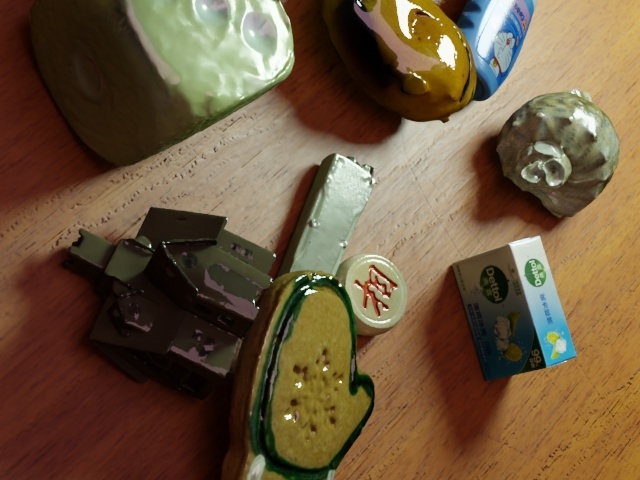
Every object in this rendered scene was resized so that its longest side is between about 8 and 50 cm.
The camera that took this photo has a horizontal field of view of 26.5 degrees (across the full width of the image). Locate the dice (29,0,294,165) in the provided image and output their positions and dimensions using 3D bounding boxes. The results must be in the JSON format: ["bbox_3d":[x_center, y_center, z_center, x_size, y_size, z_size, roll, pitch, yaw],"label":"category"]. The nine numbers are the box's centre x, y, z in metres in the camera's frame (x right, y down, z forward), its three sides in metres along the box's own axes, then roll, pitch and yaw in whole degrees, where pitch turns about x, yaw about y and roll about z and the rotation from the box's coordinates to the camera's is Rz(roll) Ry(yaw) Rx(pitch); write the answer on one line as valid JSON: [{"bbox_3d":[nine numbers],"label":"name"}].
[{"bbox_3d":[-0.204,-0.257,1.758,0.250,0.254,0.252,-33,98,-34],"label":"dice"}]

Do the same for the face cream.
[{"bbox_3d":[0.287,-0.357,2.223,0.149,0.083,0.264,52,57,-44],"label":"face cream"}]

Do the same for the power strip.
[{"bbox_3d":[0.001,0.000,1.957,0.080,0.048,0.286,33,60,-21],"label":"power strip"}]

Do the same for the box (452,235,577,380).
[{"bbox_3d":[0.294,0.106,2.076,0.073,0.139,0.194,-12,84,-37],"label":"box"}]

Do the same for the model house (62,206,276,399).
[{"bbox_3d":[-0.202,0.051,1.723,0.243,0.204,0.211,26,60,-8],"label":"model house"}]

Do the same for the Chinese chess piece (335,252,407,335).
[{"bbox_3d":[0.069,0.079,1.981,0.122,0.051,0.122,10,72,-33],"label":"Chinese chess piece"}]

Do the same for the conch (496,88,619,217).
[{"bbox_3d":[0.413,-0.158,2.225,0.210,0.159,0.291,53,52,-9],"label":"conch"}]

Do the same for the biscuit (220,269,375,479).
[{"bbox_3d":[-0.014,0.214,1.819,0.287,0.057,0.343,22,77,-53],"label":"biscuit"}]

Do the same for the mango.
[{"bbox_3d":[0.116,-0.302,2.060,0.287,0.153,0.201,51,59,-12],"label":"mango"}]
